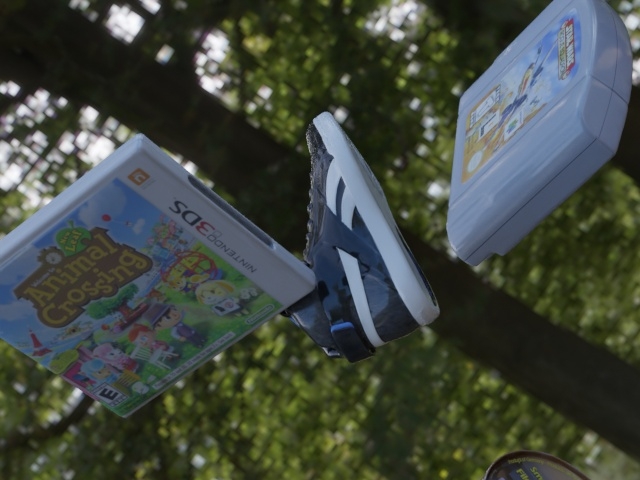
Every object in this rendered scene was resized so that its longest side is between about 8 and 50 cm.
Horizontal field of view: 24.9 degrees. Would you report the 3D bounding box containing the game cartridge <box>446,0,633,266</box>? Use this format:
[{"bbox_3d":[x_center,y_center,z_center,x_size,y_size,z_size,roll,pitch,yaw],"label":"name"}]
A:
[{"bbox_3d":[0.203,-0.122,1.339,0.198,0.062,0.297,-50,15,31],"label":"game cartridge"}]

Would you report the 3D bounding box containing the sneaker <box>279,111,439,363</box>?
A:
[{"bbox_3d":[0.000,0.000,1.180,0.121,0.217,0.079,-30,-34,9],"label":"sneaker"}]

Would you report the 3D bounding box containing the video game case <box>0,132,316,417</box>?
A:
[{"bbox_3d":[-0.145,0.035,1.109,0.212,0.193,0.023,-35,36,23],"label":"video game case"}]

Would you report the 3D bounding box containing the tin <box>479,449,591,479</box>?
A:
[{"bbox_3d":[0.164,0.212,0.878,0.106,0.189,0.040,-21,-27,-42],"label":"tin"}]
